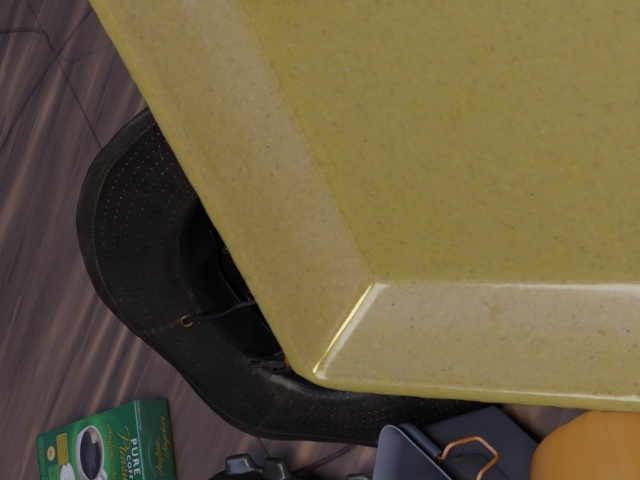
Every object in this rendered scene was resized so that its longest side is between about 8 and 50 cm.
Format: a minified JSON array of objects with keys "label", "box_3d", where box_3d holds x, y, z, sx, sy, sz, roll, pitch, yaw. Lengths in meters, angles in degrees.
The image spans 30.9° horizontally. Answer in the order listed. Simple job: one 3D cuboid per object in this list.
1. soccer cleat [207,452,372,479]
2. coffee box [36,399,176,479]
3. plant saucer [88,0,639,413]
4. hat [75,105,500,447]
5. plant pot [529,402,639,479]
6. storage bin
[{"label":"soccer cleat","box_3d":[0.019,0.243,0.881,0.289,0.093,0.121,5,118,42]},{"label":"coffee box","box_3d":[-0.211,0.228,1.134,0.184,0.040,0.113,-25,67,41]},{"label":"plant saucer","box_3d":[0.074,-0.059,0.594,0.333,0.332,0.081,-1,39,37]},{"label":"hat","box_3d":[0.000,0.000,0.842,0.331,0.331,0.134,-36,21,37]},{"label":"plant pot","box_3d":[0.195,0.193,0.625,0.205,0.205,0.187,-41,42,34]},{"label":"storage bin","box_3d":[0.112,0.165,0.762,0.135,0.091,0.098,40,136,41]}]
